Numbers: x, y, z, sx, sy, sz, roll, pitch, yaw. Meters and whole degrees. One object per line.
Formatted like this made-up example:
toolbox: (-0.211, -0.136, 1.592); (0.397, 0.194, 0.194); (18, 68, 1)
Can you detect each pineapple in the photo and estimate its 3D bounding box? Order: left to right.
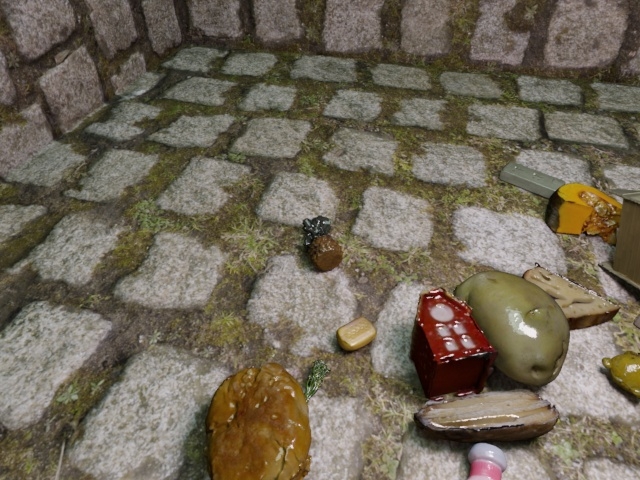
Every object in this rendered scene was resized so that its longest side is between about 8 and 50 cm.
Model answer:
pineapple: (0.000, 0.000, 1.536); (0.119, 0.111, 0.237); (15, 29, -29)

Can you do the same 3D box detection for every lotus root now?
lotus root: (0.387, 0.431, 1.069); (0.329, 0.078, 0.167); (-5, 6, -2)
lotus root: (0.718, 0.181, 1.346); (0.170, 0.075, 0.260); (-33, 53, -29)

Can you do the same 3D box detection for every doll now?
doll: (0.849, 0.327, 1.173); (0.209, 0.097, 0.137); (-11, 38, -19)

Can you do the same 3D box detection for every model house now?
model house: (0.314, 0.256, 1.181); (0.159, 0.196, 0.254); (-12, 43, -9)

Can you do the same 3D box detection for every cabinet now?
cabinet: (1.030, 0.003, 1.320); (0.227, 0.290, 0.318); (-8, 21, -2)

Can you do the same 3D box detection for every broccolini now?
broccolini: (-0.036, 0.404, 1.136); (0.054, 0.051, 0.239); (21, 49, 10)

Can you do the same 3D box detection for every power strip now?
power strip: (0.865, -0.229, 1.805); (0.287, 0.053, 0.093); (30, 50, 30)

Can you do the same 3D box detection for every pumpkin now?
pumpkin: (0.929, -0.082, 1.580); (0.189, 0.139, 0.281); (-15, 42, -21)

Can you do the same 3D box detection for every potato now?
potato: (0.508, 0.215, 1.202); (0.242, 0.221, 0.326); (-13, 39, -10)

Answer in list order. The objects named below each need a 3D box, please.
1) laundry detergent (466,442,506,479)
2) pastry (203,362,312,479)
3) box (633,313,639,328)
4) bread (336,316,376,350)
laundry detergent: (0.321, 0.580, 0.907); (0.158, 0.088, 0.335); (15, 45, 15)
pastry: (-0.135, 0.436, 1.009); (0.254, 0.162, 0.311); (-21, 41, 9)
box: (1.052, 0.265, 1.257); (0.175, 0.062, 0.260); (-22, 48, -23)
bread: (0.099, 0.268, 1.272); (0.115, 0.056, 0.082); (-26, 52, -32)
